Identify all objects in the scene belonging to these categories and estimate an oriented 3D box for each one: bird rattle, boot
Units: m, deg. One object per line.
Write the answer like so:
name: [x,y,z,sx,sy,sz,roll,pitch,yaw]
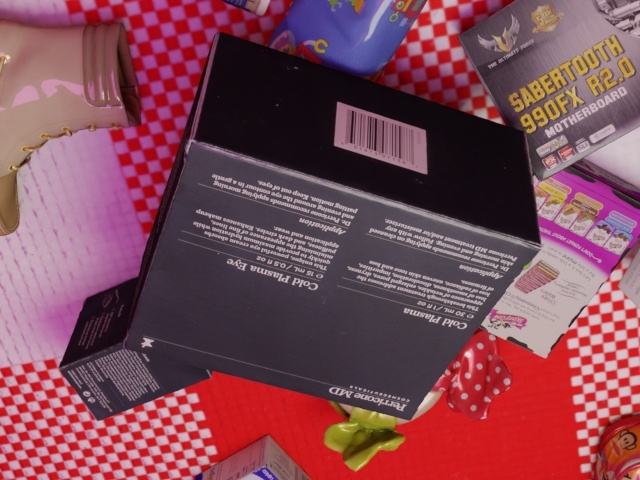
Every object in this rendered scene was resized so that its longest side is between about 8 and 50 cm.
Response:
bird rattle: [0.103,0.170,1.222,0.253,0.143,0.207,-33,97,13]
boot: [-0.304,-0.121,1.082,0.203,0.095,0.262,1,114,-2]

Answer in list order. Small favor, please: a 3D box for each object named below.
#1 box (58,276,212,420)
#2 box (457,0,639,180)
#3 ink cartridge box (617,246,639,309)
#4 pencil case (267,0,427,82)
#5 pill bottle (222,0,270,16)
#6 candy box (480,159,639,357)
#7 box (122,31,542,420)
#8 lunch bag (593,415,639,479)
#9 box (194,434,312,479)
box: [-0.214,0.117,1.171,0.158,0.156,0.093,-22,117,11]
box: [0.291,-0.197,1.017,0.231,0.056,0.183,-29,88,15]
ink cartridge box: [0.514,0.060,1.046,0.197,0.270,0.198,7,120,-28]
pencil case: [0.057,-0.279,0.981,0.119,0.133,0.306,-3,133,-51]
pill bottle: [-0.104,-0.287,1.004,0.120,0.067,0.067,20,116,-11]
candy box: [0.266,0.011,1.161,0.159,0.071,0.233,26,114,-13]
box: [0.000,0.000,1.008,0.343,0.179,0.312,17,133,-12]
lunch bag: [0.511,0.383,1.333,0.258,0.120,0.293,0,118,0]
box: [-0.091,0.363,1.351,0.137,0.072,0.126,-33,113,17]
